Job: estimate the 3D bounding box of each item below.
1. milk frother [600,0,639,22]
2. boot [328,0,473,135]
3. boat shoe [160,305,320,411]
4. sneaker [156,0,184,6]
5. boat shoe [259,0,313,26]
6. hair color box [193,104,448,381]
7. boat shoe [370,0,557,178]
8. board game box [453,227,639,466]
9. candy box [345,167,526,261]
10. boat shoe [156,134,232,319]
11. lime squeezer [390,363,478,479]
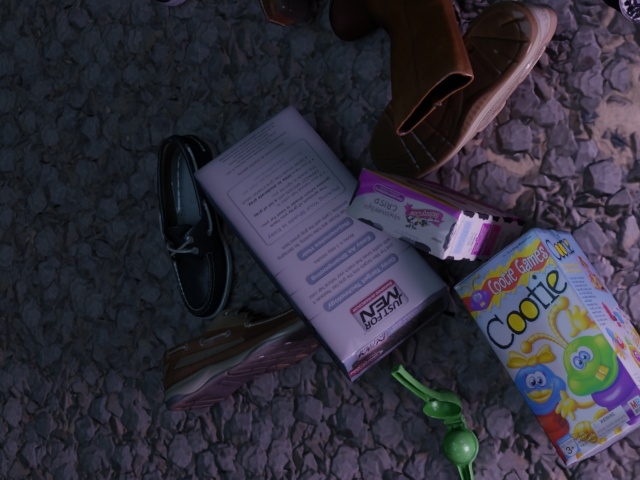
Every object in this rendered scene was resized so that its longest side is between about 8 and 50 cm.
[{"bbox_3d":[0.413,-0.321,1.554,0.135,0.129,0.143,-124,28,-57],"label":"milk frother"},{"bbox_3d":[0.111,-0.272,1.657,0.264,0.096,0.280,-32,56,43],"label":"boot"},{"bbox_3d":[-0.127,0.157,1.835,0.324,0.123,0.116,-28,67,20],"label":"boat shoe"},{"bbox_3d":[-0.250,-0.524,1.908,0.101,0.153,0.268,18,97,29],"label":"sneaker"},{"bbox_3d":[-0.095,-0.482,1.847,0.120,0.122,0.324,-22,69,33],"label":"boat shoe"},{"bbox_3d":[0.000,0.000,1.727,0.185,0.113,0.374,-36,68,-7],"label":"hair color box"},{"bbox_3d":[0.204,-0.202,1.661,0.341,0.110,0.122,-43,74,37],"label":"boat shoe"},{"bbox_3d":[0.326,0.136,1.555,0.142,0.144,0.275,-39,70,24],"label":"board game box"},{"bbox_3d":[0.162,-0.032,1.604,0.159,0.233,0.071,26,101,28],"label":"candy box"},{"bbox_3d":[-0.216,-0.021,1.906,0.114,0.091,0.302,-13,82,30],"label":"boat shoe"},{"bbox_3d":[0.186,0.280,1.663,0.059,0.110,0.310,-22,108,12],"label":"lime squeezer"}]
